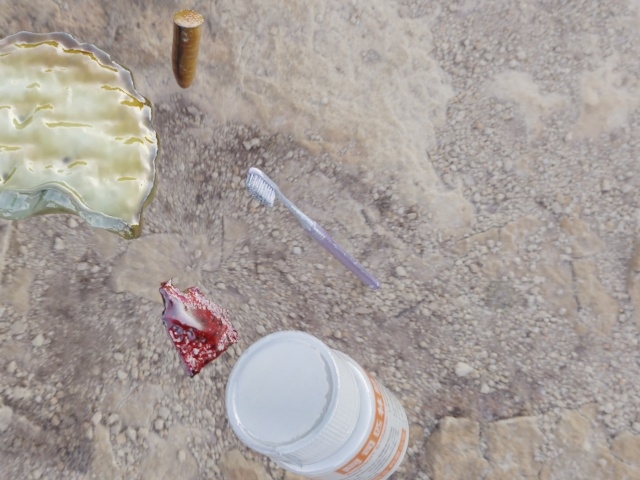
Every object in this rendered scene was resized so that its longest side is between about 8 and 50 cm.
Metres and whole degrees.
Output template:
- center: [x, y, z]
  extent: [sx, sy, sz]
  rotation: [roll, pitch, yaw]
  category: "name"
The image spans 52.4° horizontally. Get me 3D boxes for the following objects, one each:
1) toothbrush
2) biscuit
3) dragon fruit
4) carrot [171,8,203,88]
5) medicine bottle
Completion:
- center: [0.000, 0.000, 0.920]
  extent: [0.354, 0.024, 0.029]
  rotation: [42, 55, -48]
  category: "toothbrush"
- center: [-0.360, -0.118, 0.844]
  extent: [0.329, 0.078, 0.335]
  rotation: [-35, 83, -28]
  category: "biscuit"
- center: [-0.152, 0.096, 0.817]
  extent: [0.063, 0.097, 0.131]
  rotation: [-18, 112, 3]
  category: "dragon fruit"
- center: [-0.216, -0.297, 1.030]
  extent: [0.048, 0.139, 0.048]
  rotation: [8, 54, -12]
  category: "carrot"
- center: [0.003, 0.198, 0.737]
  extent: [0.145, 0.252, 0.144]
  rotation: [-12, 60, 21]
  category: "medicine bottle"
